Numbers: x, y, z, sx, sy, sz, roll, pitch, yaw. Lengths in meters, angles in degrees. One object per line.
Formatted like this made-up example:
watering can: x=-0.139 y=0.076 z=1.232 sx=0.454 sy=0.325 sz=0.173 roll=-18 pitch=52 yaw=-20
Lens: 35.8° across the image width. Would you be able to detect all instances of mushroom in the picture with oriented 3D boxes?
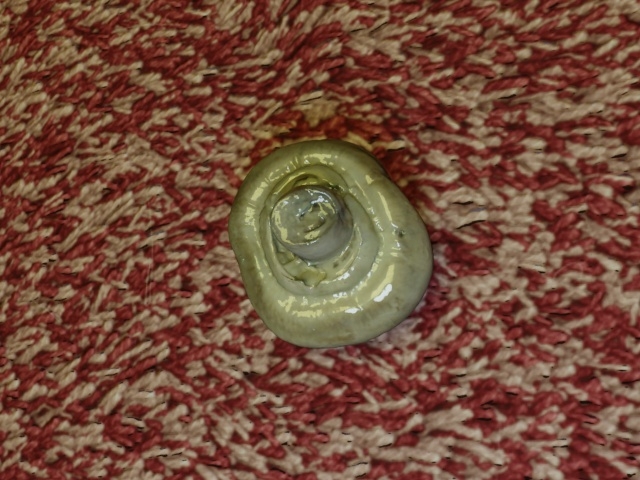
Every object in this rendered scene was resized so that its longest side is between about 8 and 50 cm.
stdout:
mushroom: x=0.000 y=0.000 z=1.167 sx=0.260 sy=0.234 sz=0.254 roll=11 pitch=85 yaw=22
